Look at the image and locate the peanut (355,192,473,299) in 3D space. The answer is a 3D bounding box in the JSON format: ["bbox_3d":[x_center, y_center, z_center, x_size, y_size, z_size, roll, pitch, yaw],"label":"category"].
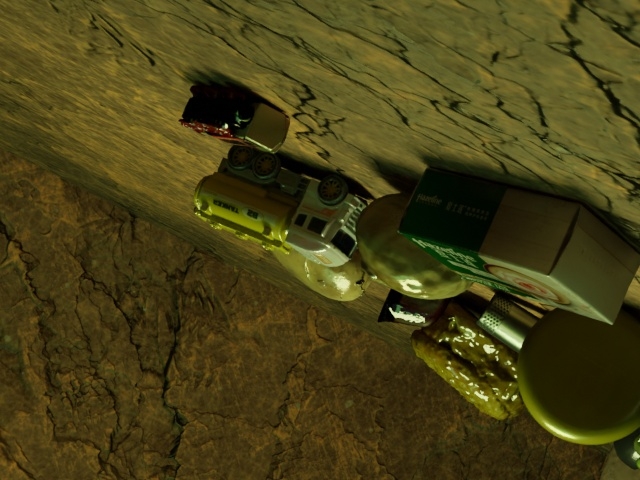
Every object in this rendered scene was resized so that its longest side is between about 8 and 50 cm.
[{"bbox_3d":[0.113,0.006,1.283,0.140,0.109,0.159,54,-154,16],"label":"peanut"}]

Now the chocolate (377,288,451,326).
[{"bbox_3d":[0.140,0.051,1.470,0.080,0.149,0.125,24,-149,7],"label":"chocolate"}]

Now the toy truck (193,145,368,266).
[{"bbox_3d":[-0.050,-0.042,1.465,0.227,0.114,0.098,21,172,27],"label":"toy truck"}]

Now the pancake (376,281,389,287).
[{"bbox_3d":[0.139,0.077,2.041,0.139,0.022,0.139,25,174,3],"label":"pancake"}]

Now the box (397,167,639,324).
[{"bbox_3d":[0.194,0.003,1.120,0.199,0.081,0.135,15,168,46],"label":"box"}]

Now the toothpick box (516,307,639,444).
[{"bbox_3d":[0.349,0.178,1.486,0.175,0.175,0.271,23,176,15],"label":"toothpick box"}]

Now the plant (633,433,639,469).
[{"bbox_3d":[0.441,0.284,1.351,0.251,0.180,0.333,4,146,-16],"label":"plant"}]

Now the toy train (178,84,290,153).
[{"bbox_3d":[-0.097,-0.131,1.241,0.087,0.050,0.138,26,174,-32],"label":"toy train"}]

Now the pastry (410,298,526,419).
[{"bbox_3d":[0.262,0.209,1.940,0.240,0.132,0.235,36,-176,-11],"label":"pastry"}]

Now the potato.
[{"bbox_3d":[0.003,0.003,1.628,0.161,0.128,0.235,44,172,-16],"label":"potato"}]

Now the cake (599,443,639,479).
[{"bbox_3d":[0.631,0.384,1.813,0.237,0.230,0.309,28,172,-38],"label":"cake"}]

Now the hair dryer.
[{"bbox_3d":[0.410,0.182,1.761,0.320,0.156,0.284,36,-164,16],"label":"hair dryer"}]
